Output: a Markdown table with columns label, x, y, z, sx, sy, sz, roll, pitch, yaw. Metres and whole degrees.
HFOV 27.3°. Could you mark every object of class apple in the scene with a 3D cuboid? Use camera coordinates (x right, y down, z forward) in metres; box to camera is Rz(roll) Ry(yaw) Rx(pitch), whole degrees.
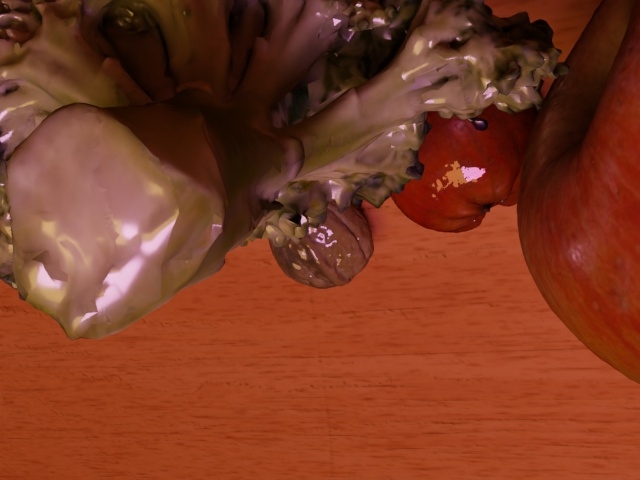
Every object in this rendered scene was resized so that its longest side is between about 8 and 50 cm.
| label | x | y | z | sx | sy | sz | roll | pitch | yaw |
| --- | --- | --- | --- | --- | --- | --- | --- | --- | --- |
| apple | 0.265 | -0.039 | 0.761 | 0.301 | 0.301 | 0.301 | 16 | 139 | 15 |

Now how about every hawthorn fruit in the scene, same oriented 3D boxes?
| label | x | y | z | sx | sy | sz | roll | pitch | yaw |
| --- | --- | --- | --- | --- | --- | --- | --- | --- | --- |
| hawthorn fruit | 0.094 | -0.067 | 0.953 | 0.140 | 0.125 | 0.125 | 42 | 139 | -18 |

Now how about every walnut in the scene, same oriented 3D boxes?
| label | x | y | z | sx | sy | sz | roll | pitch | yaw |
| --- | --- | --- | --- | --- | --- | --- | --- | --- | --- |
| walnut | 0.000 | 0.000 | 1.114 | 0.092 | 0.092 | 0.092 | 16 | 139 | 15 |

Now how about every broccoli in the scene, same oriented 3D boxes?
| label | x | y | z | sx | sy | sz | roll | pitch | yaw |
| --- | --- | --- | --- | --- | --- | --- | --- | --- | --- |
| broccoli | -0.104 | -0.050 | 0.750 | 0.275 | 0.397 | 0.353 | 49 | 133 | -7 |
